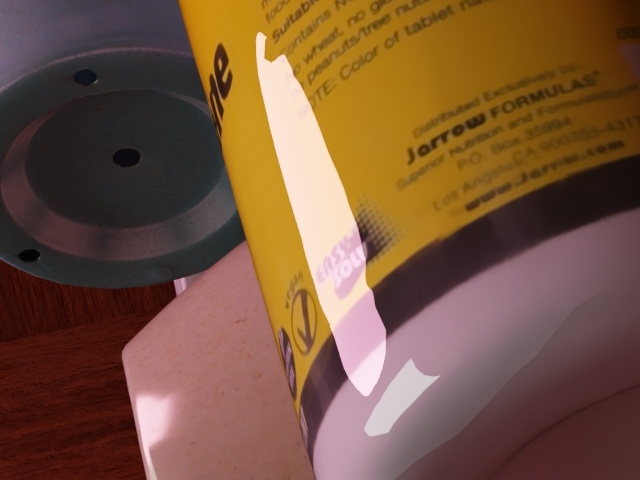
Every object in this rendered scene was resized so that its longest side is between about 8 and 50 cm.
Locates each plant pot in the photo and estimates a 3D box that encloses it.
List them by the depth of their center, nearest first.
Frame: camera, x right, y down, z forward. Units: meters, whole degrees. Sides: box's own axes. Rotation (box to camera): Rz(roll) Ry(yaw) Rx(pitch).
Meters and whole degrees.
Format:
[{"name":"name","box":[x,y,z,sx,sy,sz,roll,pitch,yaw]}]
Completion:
[{"name":"plant pot","box":[-0.117,-0.122,0.856,0.271,0.272,0.255,88,173,-51]}]

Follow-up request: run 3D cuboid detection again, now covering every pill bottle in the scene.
[{"name":"pill bottle","box":[0.053,-0.062,0.535,0.188,0.188,0.334,89,167,-54]}]

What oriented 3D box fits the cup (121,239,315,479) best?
[{"name":"cup","box":[0.035,0.110,0.753,0.331,0.237,0.331,167,90,-82]}]

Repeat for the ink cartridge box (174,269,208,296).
[{"name":"ink cartridge box","box":[0.000,0.000,0.985,0.082,0.191,0.139,-113,13,-54]}]
